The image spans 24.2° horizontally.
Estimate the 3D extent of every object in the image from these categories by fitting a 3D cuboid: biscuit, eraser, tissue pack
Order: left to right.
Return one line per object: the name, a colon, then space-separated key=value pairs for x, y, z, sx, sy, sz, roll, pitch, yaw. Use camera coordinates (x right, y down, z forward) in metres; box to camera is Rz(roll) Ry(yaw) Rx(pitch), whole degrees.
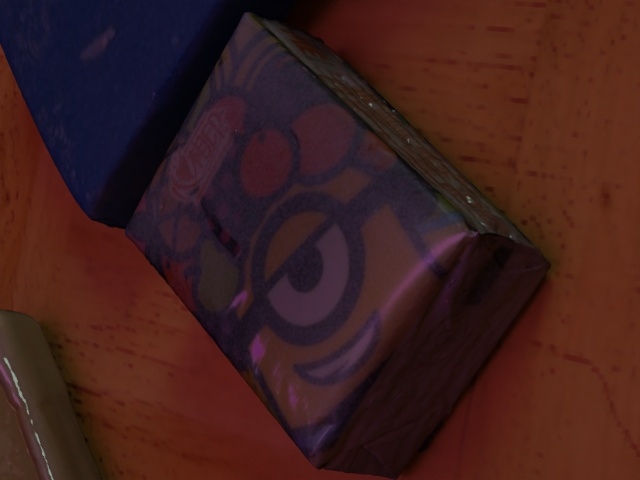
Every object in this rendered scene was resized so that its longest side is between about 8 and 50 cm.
biscuit: x=-0.125 y=0.114 z=0.661 sx=0.056 sy=0.052 sz=0.188 roll=-40 pitch=60 yaw=19
eraser: x=-0.043 y=-0.157 z=0.604 sx=0.312 sy=0.042 sz=0.144 roll=-52 pitch=54 yaw=35
tissue pack: x=0.000 y=0.000 z=0.556 sx=0.148 sy=0.060 sz=0.109 roll=48 pitch=114 yaw=36
